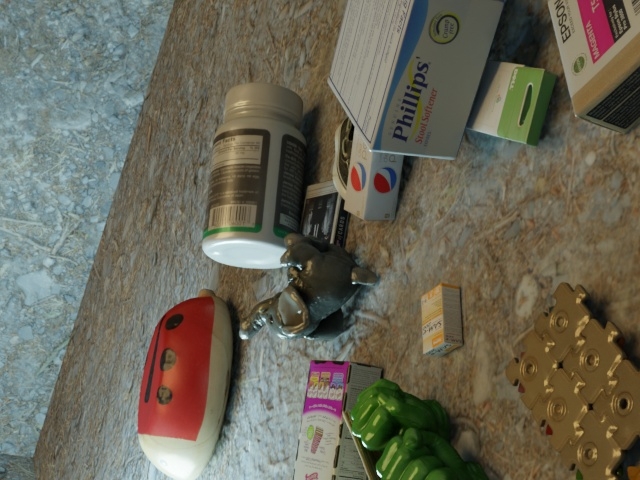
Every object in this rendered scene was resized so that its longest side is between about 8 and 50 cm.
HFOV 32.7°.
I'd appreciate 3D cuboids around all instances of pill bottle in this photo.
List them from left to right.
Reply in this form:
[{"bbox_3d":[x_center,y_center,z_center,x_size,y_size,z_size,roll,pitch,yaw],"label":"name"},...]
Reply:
[{"bbox_3d":[-0.134,-0.137,2.318,0.204,0.204,0.361,-28,53,60],"label":"pill bottle"}]

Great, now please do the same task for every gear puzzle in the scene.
[{"bbox_3d":[0.343,0.203,1.301,0.176,0.044,0.339,-64,30,24],"label":"gear puzzle"}]

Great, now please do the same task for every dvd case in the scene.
[{"bbox_3d":[0.000,0.000,2.168,0.179,0.029,0.239,-8,71,65],"label":"dvd case"}]

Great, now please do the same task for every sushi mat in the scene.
[{"bbox_3d":[0.113,0.388,1.592,0.019,0.151,0.317,-35,35,7],"label":"sushi mat"}]

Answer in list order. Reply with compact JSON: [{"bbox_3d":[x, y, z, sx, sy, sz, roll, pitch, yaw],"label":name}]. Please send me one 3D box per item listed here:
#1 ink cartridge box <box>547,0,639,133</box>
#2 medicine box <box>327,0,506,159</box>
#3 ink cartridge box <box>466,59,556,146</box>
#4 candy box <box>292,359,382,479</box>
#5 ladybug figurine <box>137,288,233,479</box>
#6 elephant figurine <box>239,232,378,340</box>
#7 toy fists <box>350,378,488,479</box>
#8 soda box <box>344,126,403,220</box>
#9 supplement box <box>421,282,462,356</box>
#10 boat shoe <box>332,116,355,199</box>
[{"bbox_3d":[0.391,-0.287,1.380,0.193,0.088,0.235,-48,38,46],"label":"ink cartridge box"},{"bbox_3d":[0.137,-0.307,1.698,0.289,0.149,0.264,-115,35,-56],"label":"medicine box"},{"bbox_3d":[0.284,-0.202,1.600,0.209,0.062,0.109,-148,71,-66],"label":"ink cartridge box"},{"bbox_3d":[0.027,0.328,1.887,0.159,0.071,0.234,-10,68,64],"label":"candy box"},{"bbox_3d":[-0.321,0.331,2.544,0.305,0.161,0.450,-18,61,63],"label":"ladybug figurine"},{"bbox_3d":[-0.030,0.121,2.015,0.186,0.169,0.240,-123,54,-71],"label":"elephant figurine"},{"bbox_3d":[0.136,0.298,1.575,0.096,0.142,0.279,-67,26,21],"label":"toy fists"},{"bbox_3d":[0.099,-0.147,1.914,0.074,0.069,0.216,33,121,56],"label":"soda box"},{"bbox_3d":[0.186,0.123,1.683,0.062,0.036,0.099,-42,42,53],"label":"supplement box"},{"bbox_3d":[0.068,-0.158,2.039,0.070,0.077,0.219,126,149,-43],"label":"boat shoe"}]
